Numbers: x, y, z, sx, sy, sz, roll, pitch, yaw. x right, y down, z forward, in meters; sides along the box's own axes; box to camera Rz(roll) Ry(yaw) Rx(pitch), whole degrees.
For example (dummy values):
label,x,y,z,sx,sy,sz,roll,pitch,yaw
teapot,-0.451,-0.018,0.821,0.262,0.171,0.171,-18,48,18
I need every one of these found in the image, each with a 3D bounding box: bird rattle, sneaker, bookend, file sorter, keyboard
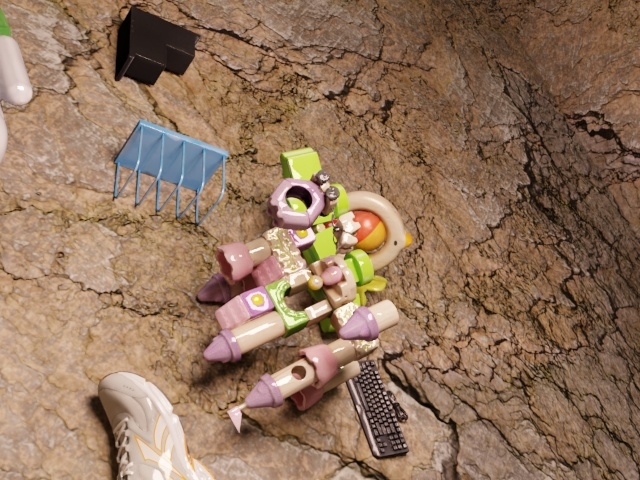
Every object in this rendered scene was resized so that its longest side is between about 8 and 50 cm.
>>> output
label,x,y,z,sx,sy,sz,roll,pitch,yaw
bird rattle,0.058,-0.011,1.558,0.253,0.207,0.143,53,21,-3
sneaker,-0.240,0.300,1.096,0.121,0.099,0.262,-25,73,-45
bookend,-0.326,-0.373,1.640,0.157,0.072,0.156,17,47,-30
file sorter,-0.265,-0.112,1.426,0.170,0.118,0.104,18,49,-28
keyboard,0.109,0.297,1.452,0.108,0.023,0.180,4,54,-39

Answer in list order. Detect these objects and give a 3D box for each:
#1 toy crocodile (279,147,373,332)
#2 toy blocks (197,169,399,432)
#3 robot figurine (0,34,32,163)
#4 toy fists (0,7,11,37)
label,x,y,z,sx,sy,sz,roll,pitch,yaw
toy crocodile,0.000,0.000,1.458,0.115,0.105,0.341,-20,92,-27
toy blocks,-0.075,0.109,1.256,0.260,0.309,0.289,-22,71,-25
robot figurine,-0.574,-0.207,1.175,0.300,0.200,0.353,-21,65,-4
toy fists,-0.654,-0.418,1.387,0.142,0.096,0.279,-4,56,-54
